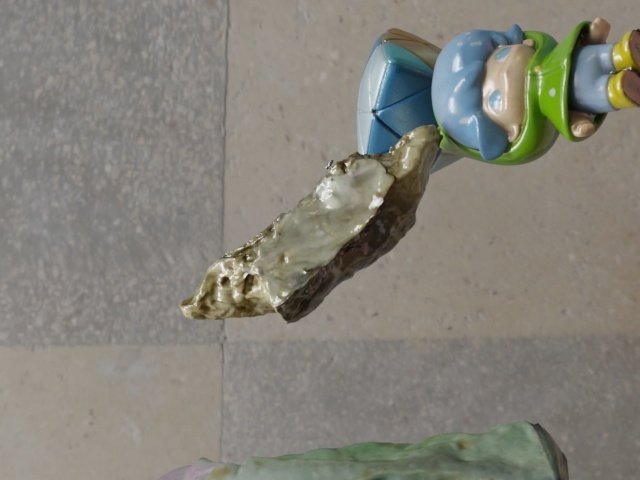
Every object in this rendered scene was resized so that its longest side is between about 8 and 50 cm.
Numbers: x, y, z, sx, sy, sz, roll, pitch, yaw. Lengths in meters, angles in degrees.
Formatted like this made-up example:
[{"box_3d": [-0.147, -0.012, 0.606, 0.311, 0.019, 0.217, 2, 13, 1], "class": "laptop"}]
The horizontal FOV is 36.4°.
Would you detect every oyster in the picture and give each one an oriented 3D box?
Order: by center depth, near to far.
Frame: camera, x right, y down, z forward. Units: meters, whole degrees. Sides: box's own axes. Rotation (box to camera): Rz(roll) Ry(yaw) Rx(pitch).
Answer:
[{"box_3d": [0.003, 0.003, 1.098, 0.341, 0.166, 0.110, -34, 76, -13], "class": "oyster"}]

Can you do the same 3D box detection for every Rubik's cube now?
[{"box_3d": [0.154, -0.165, 1.424, 0.254, 0.254, 0.254, -4, 119, -7], "class": "Rubik's cube"}]

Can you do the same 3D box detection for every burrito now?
[{"box_3d": [0.010, 0.149, 0.459, 0.229, 0.144, 0.089, -7, 131, 4], "class": "burrito"}]

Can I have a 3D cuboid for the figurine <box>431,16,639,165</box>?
[{"box_3d": [0.229, -0.161, 1.051, 0.143, 0.263, 0.162, 14, 80, -40], "class": "figurine"}]
